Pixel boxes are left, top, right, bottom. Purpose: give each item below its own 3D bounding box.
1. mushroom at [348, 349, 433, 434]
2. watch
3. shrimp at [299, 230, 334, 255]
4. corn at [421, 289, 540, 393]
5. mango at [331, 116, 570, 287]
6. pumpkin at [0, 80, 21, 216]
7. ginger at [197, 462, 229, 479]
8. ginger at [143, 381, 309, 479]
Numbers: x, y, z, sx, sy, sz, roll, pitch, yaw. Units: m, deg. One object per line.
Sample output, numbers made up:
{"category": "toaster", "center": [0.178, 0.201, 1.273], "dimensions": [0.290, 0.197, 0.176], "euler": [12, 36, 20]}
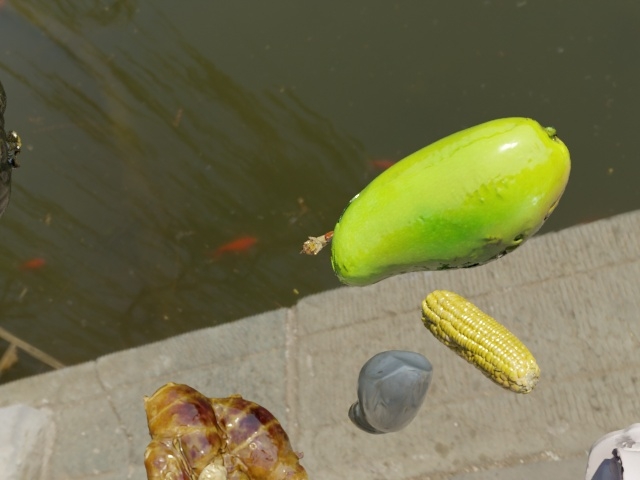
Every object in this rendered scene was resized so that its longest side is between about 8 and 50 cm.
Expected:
{"category": "mushroom", "center": [0.092, 0.202, 1.033], "dimensions": [0.088, 0.212, 0.097], "euler": [33, 68, 17]}
{"category": "watch", "center": [0.493, 0.434, 1.227], "dimensions": [0.211, 0.248, 0.217], "euler": [5, 19, 13]}
{"category": "shrimp", "center": [0.003, 0.007, 1.850], "dimensions": [0.095, 0.162, 0.045], "euler": [-14, 95, 17]}
{"category": "corn", "center": [0.277, 0.176, 1.385], "dimensions": [0.101, 0.101, 0.292], "euler": [-44, 36, -2]}
{"category": "mango", "center": [0.115, -0.026, 0.712], "dimensions": [0.233, 0.125, 0.111], "euler": [-32, 15, 13]}
{"category": "pumpkin", "center": [-0.443, -0.108, 0.936], "dimensions": [0.238, 0.159, 0.238], "euler": [-174, 90, -66]}
{"category": "ginger", "center": [-0.147, 0.397, 1.096], "dimensions": [0.065, 0.258, 0.149], "euler": [-9, 86, -6]}
{"category": "ginger", "center": [-0.199, 0.430, 1.604], "dimensions": [0.274, 0.357, 0.152], "euler": [-100, 32, -60]}
